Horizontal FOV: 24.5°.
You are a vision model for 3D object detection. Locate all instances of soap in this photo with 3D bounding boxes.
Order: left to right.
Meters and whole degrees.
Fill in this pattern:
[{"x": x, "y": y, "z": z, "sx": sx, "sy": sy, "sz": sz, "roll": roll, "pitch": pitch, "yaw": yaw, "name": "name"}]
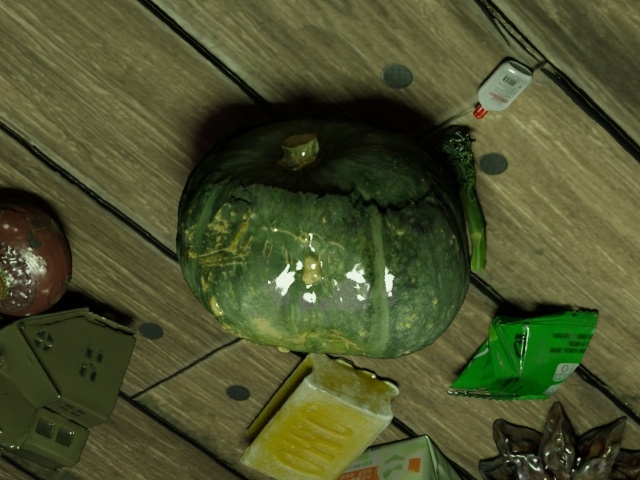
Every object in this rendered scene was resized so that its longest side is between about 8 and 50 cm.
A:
[{"x": -0.005, "y": 0.258, "z": 2.063, "sx": 0.140, "sy": 0.073, "sz": 0.232, "roll": 26, "pitch": 136, "yaw": -11, "name": "soap"}, {"x": 0.093, "y": 0.402, "z": 2.117, "sx": 0.199, "sy": 0.182, "sz": 0.138, "roll": -16, "pitch": 131, "yaw": 24, "name": "soap"}]

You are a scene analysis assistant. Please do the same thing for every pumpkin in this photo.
[{"x": 0.000, "y": 0.000, "z": 1.633, "sx": 0.327, "sy": 0.291, "sz": 0.257, "roll": -5, "pitch": 120, "yaw": 3, "name": "pumpkin"}]

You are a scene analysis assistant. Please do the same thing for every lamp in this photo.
[{"x": -0.389, "y": 0.027, "z": 1.831, "sx": 0.156, "sy": 0.135, "sz": 0.157, "roll": 36, "pitch": 120, "yaw": 6, "name": "lamp"}]

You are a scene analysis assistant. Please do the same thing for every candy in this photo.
[{"x": 0.260, "y": 0.159, "z": 1.908, "sx": 0.141, "sy": 0.078, "sz": 0.203, "roll": 15, "pitch": 142, "yaw": -5, "name": "candy"}]

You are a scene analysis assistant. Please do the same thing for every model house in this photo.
[{"x": -0.412, "y": 0.177, "z": 1.940, "sx": 0.243, "sy": 0.204, "sz": 0.211, "roll": 30, "pitch": 146, "yaw": -26, "name": "model house"}]

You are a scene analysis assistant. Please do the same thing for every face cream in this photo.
[{"x": 0.196, "y": -0.163, "z": 1.616, "sx": 0.040, "sy": 0.021, "sz": 0.083, "roll": 26, "pitch": 135, "yaw": -17, "name": "face cream"}]

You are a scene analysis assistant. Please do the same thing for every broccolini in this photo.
[{"x": 0.171, "y": -0.044, "z": 1.739, "sx": 0.054, "sy": 0.051, "sz": 0.239, "roll": -8, "pitch": 141, "yaw": 10, "name": "broccolini"}]

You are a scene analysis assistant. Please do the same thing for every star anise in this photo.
[{"x": 0.341, "y": 0.340, "z": 2.065, "sx": 0.223, "sy": 0.109, "sz": 0.236, "roll": 9, "pitch": 135, "yaw": -5, "name": "star anise"}]
